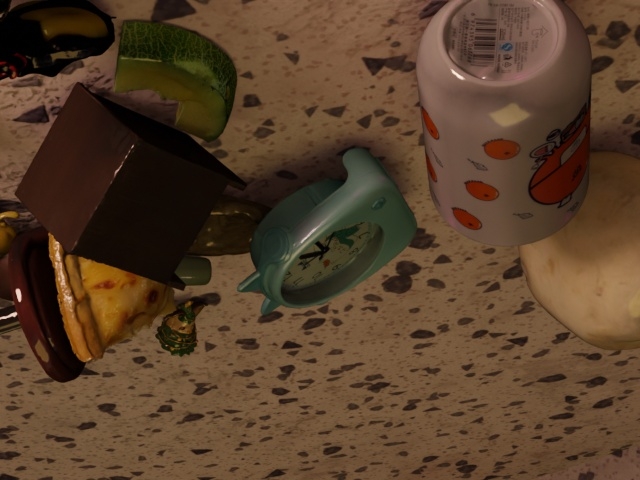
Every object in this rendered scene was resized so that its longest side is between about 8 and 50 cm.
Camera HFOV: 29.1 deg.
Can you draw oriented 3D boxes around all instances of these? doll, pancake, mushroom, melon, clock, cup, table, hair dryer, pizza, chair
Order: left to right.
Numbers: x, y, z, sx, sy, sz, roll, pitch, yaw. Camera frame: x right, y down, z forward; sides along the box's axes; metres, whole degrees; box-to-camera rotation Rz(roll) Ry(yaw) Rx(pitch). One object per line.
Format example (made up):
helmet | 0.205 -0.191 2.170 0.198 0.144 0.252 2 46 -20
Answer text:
chair | -0.485 0.123 1.700 0.400 0.227 0.226 -18 151 3
doll | -0.444 0.014 1.820 0.145 0.096 0.188 -15 134 -6
doll | -0.323 -0.214 1.338 0.248 0.127 0.088 -20 151 -38
pizza | -0.279 0.042 1.668 0.080 0.204 0.188 -17 -176 42
table | -0.242 -0.067 1.567 0.193 0.172 0.169 21 104 -46
hair dryer | -0.235 0.060 1.980 0.071 0.047 0.150 3 166 -29
doll | -0.246 0.135 2.134 0.078 0.076 0.113 -18 131 -35
melon | -0.174 -0.196 1.512 0.118 0.064 0.209 -24 145 38
pancake | -0.163 -0.023 1.851 0.241 0.050 0.242 3 160 1
clock | 0.000 0.000 1.783 0.274 0.094 0.223 -34 151 1
cup | 0.224 -0.158 1.511 0.212 0.212 0.317 -10 151 6
mushroom | 0.473 -0.004 1.836 0.336 0.314 0.314 -22 161 -30

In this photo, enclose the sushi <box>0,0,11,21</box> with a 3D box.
sushi | -0.407 -0.267 1.235 0.212 0.147 0.115 -4 151 -14
